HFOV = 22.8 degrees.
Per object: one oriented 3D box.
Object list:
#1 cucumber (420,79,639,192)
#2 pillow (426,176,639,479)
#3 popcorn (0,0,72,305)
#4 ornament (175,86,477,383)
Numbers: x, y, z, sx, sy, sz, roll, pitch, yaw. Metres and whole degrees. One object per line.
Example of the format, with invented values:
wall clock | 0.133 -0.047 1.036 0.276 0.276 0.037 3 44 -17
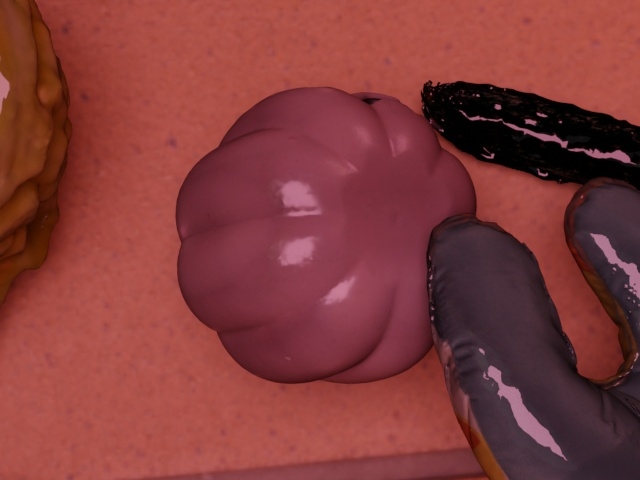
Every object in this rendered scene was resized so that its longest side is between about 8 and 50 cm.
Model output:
cucumber | 0.147 -0.062 0.980 0.181 0.053 0.053 18 86 6
pillow | 0.166 0.068 0.891 0.233 0.086 0.214 -17 82 -38
popcorn | -0.282 -0.063 0.912 0.293 0.237 0.293 0 82 0
ornament | 0.000 -0.001 0.927 0.177 0.177 0.178 0 84 3
